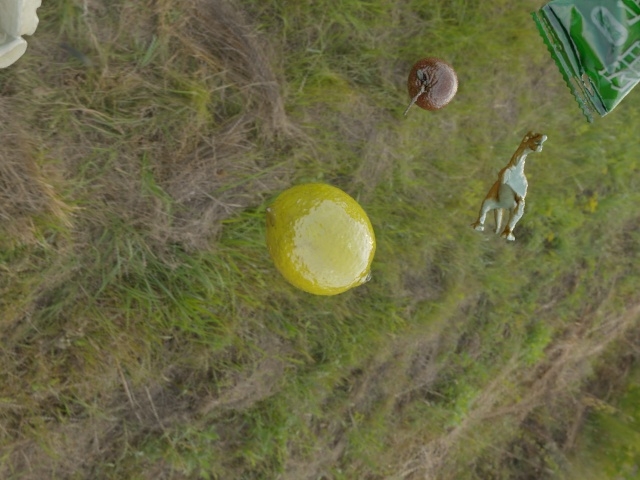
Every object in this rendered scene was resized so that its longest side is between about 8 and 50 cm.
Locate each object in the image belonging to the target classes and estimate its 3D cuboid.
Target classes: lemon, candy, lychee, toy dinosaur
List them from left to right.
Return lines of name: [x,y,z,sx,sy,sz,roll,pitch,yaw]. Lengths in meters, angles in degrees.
lemon: [0.000,0.000,0.574,0.133,0.109,0.109,39,73,-17]
lychee: [0.224,-0.308,1.124,0.140,0.101,0.114,-52,146,-72]
toy dinosaur: [0.265,-0.076,0.806,0.212,0.057,0.142,-25,132,-83]
candy: [0.346,-0.240,0.595,0.141,0.203,0.078,57,24,-2]

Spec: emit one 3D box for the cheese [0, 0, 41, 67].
cheese: [-0.649,-0.424,0.976,0.292,0.153,0.332,-43,170,-41]
